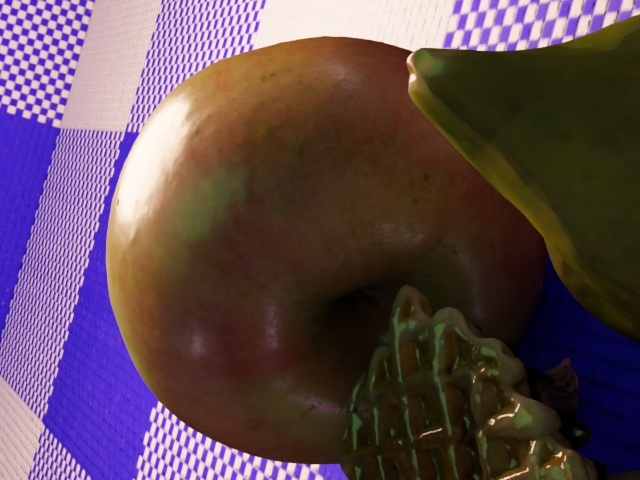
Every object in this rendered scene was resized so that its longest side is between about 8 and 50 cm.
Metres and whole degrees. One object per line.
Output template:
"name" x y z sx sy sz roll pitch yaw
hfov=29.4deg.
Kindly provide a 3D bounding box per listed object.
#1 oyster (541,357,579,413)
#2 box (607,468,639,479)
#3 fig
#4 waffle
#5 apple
"oyster" 0.139 0.118 0.808 0.083 0.081 0.038 84 160 -61
"box" 0.150 0.240 0.688 0.270 0.045 0.211 -28 64 58
"fig" 0.166 -0.040 0.595 0.206 0.275 0.206 -41 40 47
"waffle" 0.080 0.153 0.713 0.214 0.054 0.208 41 121 45
"apple" 0.000 0.000 0.885 0.319 0.319 0.277 -62 24 24
